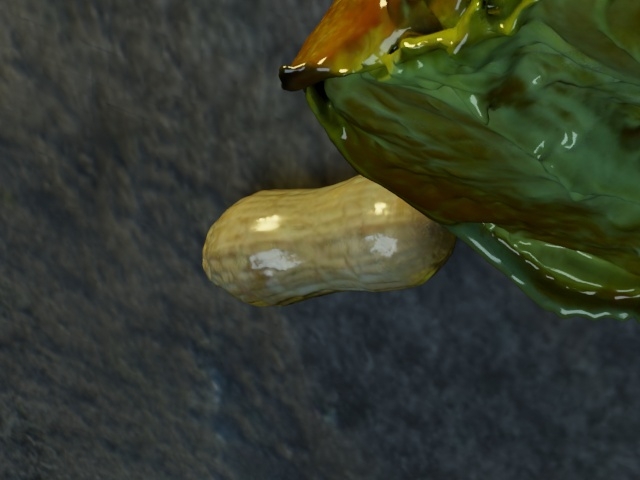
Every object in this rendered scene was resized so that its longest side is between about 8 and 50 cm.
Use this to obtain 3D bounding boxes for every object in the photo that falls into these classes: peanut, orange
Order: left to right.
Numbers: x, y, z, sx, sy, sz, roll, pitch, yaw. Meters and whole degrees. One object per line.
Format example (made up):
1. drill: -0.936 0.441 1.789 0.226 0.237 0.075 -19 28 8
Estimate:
1. peanut: 0.000 0.000 0.631 0.206 0.087 0.087 -9 119 33
2. orange: 0.149 -0.076 0.408 0.262 0.196 0.334 40 145 -11
